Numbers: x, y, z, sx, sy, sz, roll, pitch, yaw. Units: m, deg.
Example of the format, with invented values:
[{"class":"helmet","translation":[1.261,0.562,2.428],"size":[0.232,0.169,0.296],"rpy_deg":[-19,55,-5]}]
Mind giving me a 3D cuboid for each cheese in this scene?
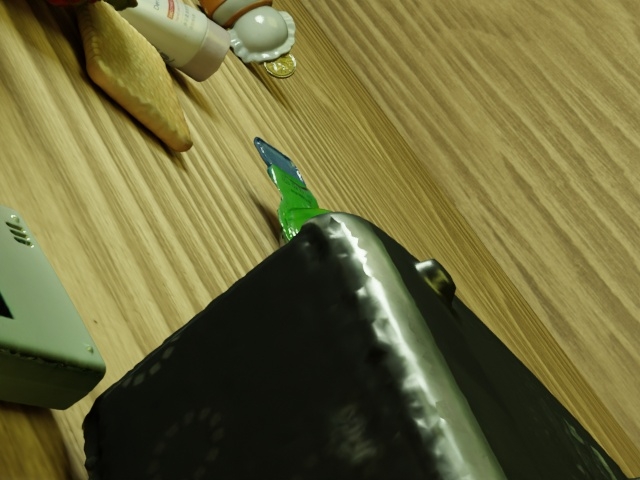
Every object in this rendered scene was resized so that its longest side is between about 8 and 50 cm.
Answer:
[{"class":"cheese","translation":[0.000,0.000,1.529],"size":[0.204,0.083,0.320],"rpy_deg":[31,23,-52]}]

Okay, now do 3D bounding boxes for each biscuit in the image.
[{"class":"biscuit","translation":[-0.225,-0.204,1.472],"size":[0.160,0.030,0.249],"rpy_deg":[42,13,-35]}]

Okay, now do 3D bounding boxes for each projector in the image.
[{"class":"projector","translation":[0.098,0.242,0.708],"size":[0.405,0.242,0.395],"rpy_deg":[43,12,-33]}]

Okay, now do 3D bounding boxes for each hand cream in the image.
[{"class":"hand cream","translation":[-0.238,-0.307,1.677],"size":[0.248,0.083,0.133],"rpy_deg":[31,18,-32]}]

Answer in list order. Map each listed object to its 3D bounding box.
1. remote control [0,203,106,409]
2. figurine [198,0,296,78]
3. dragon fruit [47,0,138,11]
[{"class":"remote control","translation":[-0.247,0.005,0.651],"size":[0.145,0.050,0.344],"rpy_deg":[55,13,27]},{"class":"figurine","translation":[-0.125,-0.409,2.268],"size":[0.271,0.143,0.143],"rpy_deg":[53,12,23]},{"class":"dragon fruit","translation":[-0.270,-0.376,1.388],"size":[0.231,0.237,0.302],"rpy_deg":[23,29,-10]}]
